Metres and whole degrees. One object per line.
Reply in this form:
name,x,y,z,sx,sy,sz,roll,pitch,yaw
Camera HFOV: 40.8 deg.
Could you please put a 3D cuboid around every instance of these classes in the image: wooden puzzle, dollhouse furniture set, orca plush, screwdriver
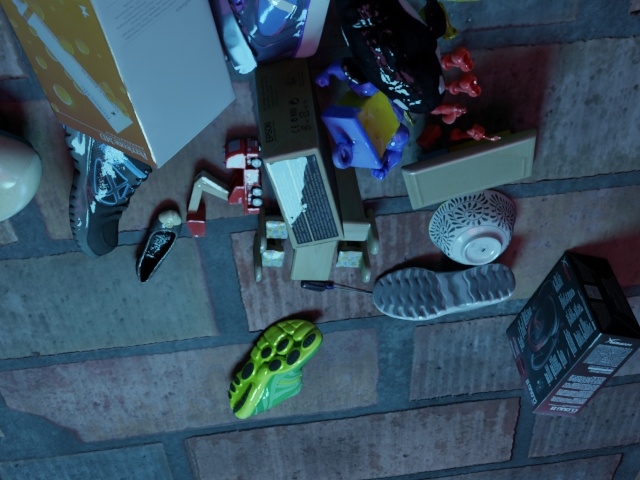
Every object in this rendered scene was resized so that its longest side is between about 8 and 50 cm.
wooden puzzle,0.251,-0.124,1.454,0.220,0.044,0.239,-16,166,7
dollhouse furniture set,0.000,0.000,1.515,0.212,0.161,0.242,1,134,-10
orca plush,0.094,-0.273,1.087,0.151,0.102,0.287,-16,121,-1
screwdriver,0.038,0.095,1.724,0.169,0.025,0.024,7,133,-27

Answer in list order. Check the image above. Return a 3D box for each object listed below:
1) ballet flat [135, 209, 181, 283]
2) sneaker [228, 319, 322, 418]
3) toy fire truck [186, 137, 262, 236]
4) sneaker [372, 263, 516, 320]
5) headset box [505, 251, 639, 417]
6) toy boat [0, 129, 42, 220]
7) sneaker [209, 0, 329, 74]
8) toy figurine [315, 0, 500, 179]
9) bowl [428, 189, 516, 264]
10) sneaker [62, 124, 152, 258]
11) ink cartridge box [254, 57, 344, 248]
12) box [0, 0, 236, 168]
ballet flat,-0.291,0.011,1.560,0.057,0.049,0.173,13,131,-22
sneaker,-0.086,0.267,1.830,0.123,0.109,0.295,4,137,-46
toy fire truck,-0.167,-0.091,1.479,0.135,0.047,0.192,-2,134,-5
sneaker,0.245,0.112,1.706,0.281,0.105,0.115,-4,165,12
headset box,0.503,0.204,1.758,0.110,0.218,0.293,10,131,-18
toy boat,-0.579,-0.148,1.310,0.267,0.148,0.318,-13,143,11
sneaker,-0.105,-0.375,1.145,0.236,0.130,0.323,-2,140,-13
toy figurine,0.088,-0.201,1.240,0.217,0.191,0.363,-52,136,-19
bowl,0.294,-0.007,1.612,0.170,0.080,0.170,-5,135,-5
sneaker,-0.335,-0.100,1.390,0.139,0.125,0.341,0,135,-11
ink cartridge box,-0.032,-0.136,1.323,0.088,0.235,0.193,-12,134,4
box,-0.273,-0.297,1.096,0.215,0.168,0.345,25,148,29
